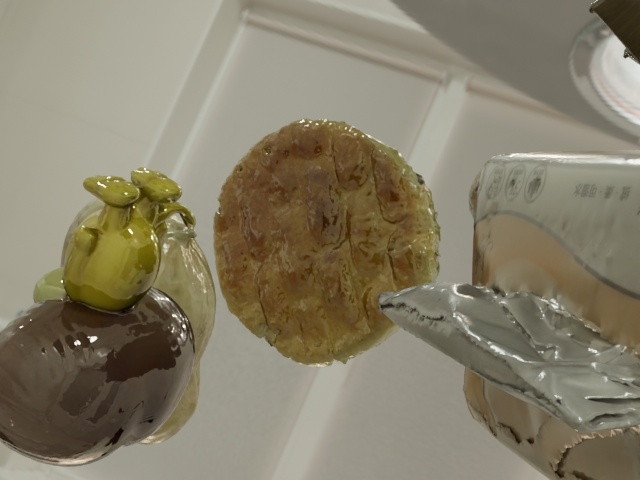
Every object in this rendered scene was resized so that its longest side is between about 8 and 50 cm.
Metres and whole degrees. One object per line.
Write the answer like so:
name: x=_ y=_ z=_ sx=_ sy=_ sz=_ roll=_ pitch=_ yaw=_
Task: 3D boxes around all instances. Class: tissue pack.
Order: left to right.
tissue pack: x=0.172 y=0.049 z=0.529 sx=0.239 sy=0.238 sz=0.305 roll=25 pitch=0 yaw=-14

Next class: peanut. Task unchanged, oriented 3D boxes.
peanut: x=-0.153 y=0.067 z=0.769 sx=0.129 sy=0.224 sz=0.129 roll=4 pitch=22 yaw=-1

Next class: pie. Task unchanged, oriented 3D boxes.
pie: x=0.000 y=0.000 z=1.180 sx=0.340 sy=0.339 sz=0.083 roll=20 pitch=13 yaw=30

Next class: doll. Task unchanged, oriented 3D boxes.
doll: x=-0.126 y=0.049 z=0.541 sx=0.096 sy=0.188 sz=0.145 roll=24 pitch=-2 yaw=24

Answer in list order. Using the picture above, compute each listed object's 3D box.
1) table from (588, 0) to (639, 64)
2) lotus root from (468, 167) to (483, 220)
table: x=0.348 y=-0.217 z=0.731 sx=0.167 sy=0.227 sz=0.167 roll=41 pitch=20 yaw=-19
lotus root: x=0.310 y=-0.056 z=1.380 sx=0.169 sy=0.141 sz=0.314 roll=23 pitch=12 yaw=22
